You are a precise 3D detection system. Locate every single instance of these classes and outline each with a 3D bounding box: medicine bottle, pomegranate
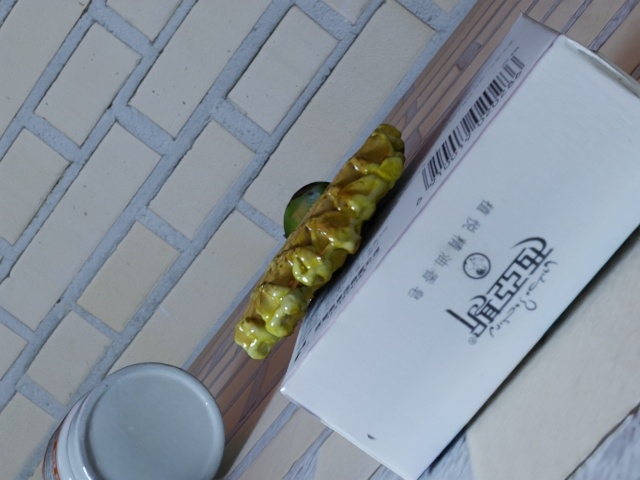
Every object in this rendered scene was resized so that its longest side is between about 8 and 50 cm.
[{"bbox_3d":[-0.273,0.305,1.356,0.211,0.211,0.371,-56,6,-28],"label":"medicine bottle"},{"bbox_3d":[0.019,-0.039,1.523,0.169,0.148,0.148,-44,7,15],"label":"pomegranate"}]

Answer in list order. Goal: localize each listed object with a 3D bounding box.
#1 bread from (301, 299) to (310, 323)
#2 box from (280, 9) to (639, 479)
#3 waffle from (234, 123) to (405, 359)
[{"bbox_3d":[0.016,0.066,1.242,0.082,0.060,0.113,-52,3,35],"label":"bread"},{"bbox_3d":[0.103,-0.006,0.651,0.274,0.116,0.203,-53,5,15],"label":"box"},{"bbox_3d":[0.000,0.000,0.684,0.191,0.038,0.191,-55,3,5],"label":"waffle"}]
